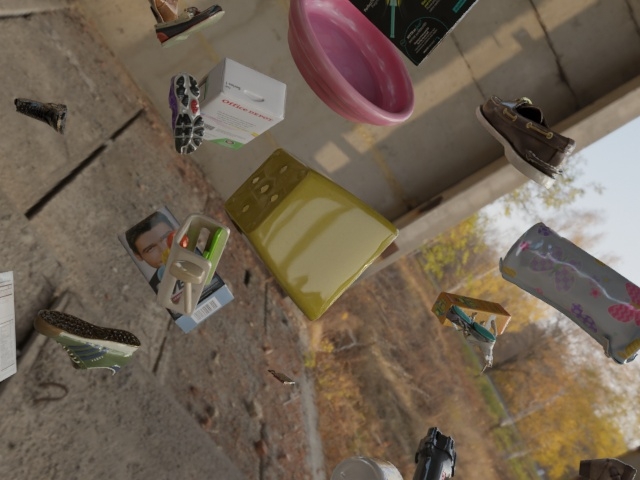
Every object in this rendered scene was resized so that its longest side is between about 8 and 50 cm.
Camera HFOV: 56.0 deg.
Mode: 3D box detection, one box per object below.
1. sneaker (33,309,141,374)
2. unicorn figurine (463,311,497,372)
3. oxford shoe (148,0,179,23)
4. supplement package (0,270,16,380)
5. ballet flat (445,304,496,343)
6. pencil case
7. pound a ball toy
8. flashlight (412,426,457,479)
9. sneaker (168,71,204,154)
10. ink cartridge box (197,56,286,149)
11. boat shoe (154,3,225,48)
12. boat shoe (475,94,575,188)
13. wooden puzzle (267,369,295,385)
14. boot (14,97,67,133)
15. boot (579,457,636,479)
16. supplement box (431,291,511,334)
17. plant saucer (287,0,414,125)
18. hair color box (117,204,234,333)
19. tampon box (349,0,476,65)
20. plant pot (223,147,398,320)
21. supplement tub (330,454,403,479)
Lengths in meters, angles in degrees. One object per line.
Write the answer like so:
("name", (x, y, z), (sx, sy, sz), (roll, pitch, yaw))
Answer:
("sneaker", (-0.416, 0.188, 1.047), (0.192, 0.086, 0.064), (27, 12, -41))
("unicorn figurine", (0.410, 0.252, 1.536), (0.162, 0.060, 0.111), (-120, -152, -76))
("oxford shoe", (-0.418, -0.639, 1.580), (0.076, 0.076, 0.212), (63, -6, 12))
("supplement package", (-0.865, 0.211, 1.425), (0.198, 0.200, 0.262), (-139, -131, -86))
("ballet flat", (0.296, 0.174, 1.203), (0.114, 0.041, 0.041), (38, 11, -4))
("pencil case", (0.445, 0.086, 1.032), (0.273, 0.124, 0.113), (41, 12, 24))
("pound a ball toy", (-0.343, 0.075, 1.485), (0.136, 0.319, 0.208), (26, 50, -4))
("flashlight", (0.202, 0.486, 1.122), (0.103, 0.103, 0.304), (33, 24, 8))
("sneaker", (-0.289, -0.268, 1.275), (0.071, 0.068, 0.169), (18, -71, 54))
("ink cartridge box", (-0.255, -0.380, 1.716), (0.202, 0.278, 0.117), (16, 69, -33))
("boat shoe", (-0.227, -0.377, 1.036), (0.043, 0.137, 0.049), (69, 26, -9))
("boat shoe", (0.397, -0.220, 1.177), (0.117, 0.096, 0.324), (24, 28, -17))
("wooden puzzle", (-0.100, 0.363, 1.584), (0.083, 0.006, 0.049), (27, 3, 36))
("boot", (-0.792, -0.354, 1.698), (0.137, 0.076, 0.198), (9, 13, -28))
("boot", (0.467, 0.410, 0.979), (0.042, 0.087, 0.118), (-24, 114, -57))
("supplement box", (0.458, 0.222, 1.827), (0.234, 0.080, 0.078), (11, 25, -24))
("plant saucer", (0.053, -0.362, 1.202), (0.332, 0.084, 0.332), (29, 45, -34))
("hair color box", (-0.455, 0.084, 1.885), (0.374, 0.185, 0.113), (48, -13, 27))
("tampon box", (0.121, -0.337, 0.780), (0.161, 0.120, 0.101), (43, 44, -3))
("plant pot", (-0.037, -0.033, 1.027), (0.187, 0.212, 0.212), (45, -1, -34))
("supplement tub", (0.120, 0.603, 1.464), (0.200, 0.144, 0.144), (42, 19, -58))
